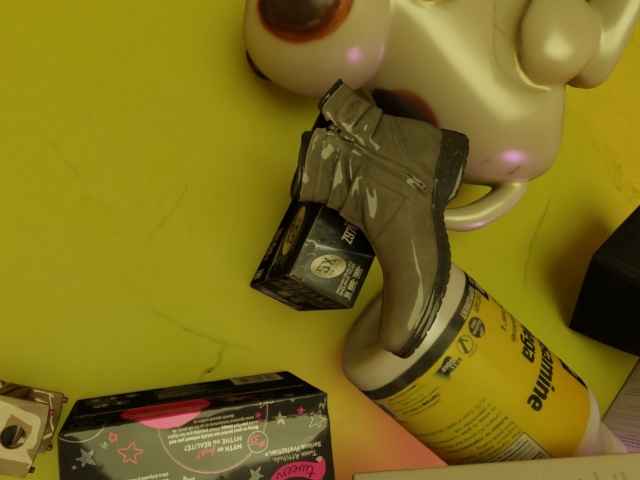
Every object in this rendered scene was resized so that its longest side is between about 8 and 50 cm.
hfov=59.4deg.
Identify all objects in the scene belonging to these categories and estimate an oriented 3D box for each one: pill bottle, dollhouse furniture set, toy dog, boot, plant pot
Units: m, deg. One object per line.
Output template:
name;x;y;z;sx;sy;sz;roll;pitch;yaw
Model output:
pill bottle;0.204;0.191;0.683;0.334;0.188;0.188;41;72;-8
dollhouse furniture set;-0.340;0.230;0.531;0.129;0.129;0.184;17;76;-15
toy dog;0.104;-0.241;0.702;0.407;0.284;0.395;18;94;-13
boot;0.041;-0.023;0.538;0.161;0.083;0.247;17;71;-11
plant pot;0.477;0.062;0.758;0.188;0.187;0.167;-38;53;-19

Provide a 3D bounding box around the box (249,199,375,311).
box;0.000;0.000;0.650;0.077;0.180;0.147;29;75;-14

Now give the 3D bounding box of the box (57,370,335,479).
box;-0.127;0.231;0.583;0.247;0.163;0.142;-3;86;-18

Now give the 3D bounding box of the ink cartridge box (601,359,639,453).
ink cartridge box;0.518;0.228;0.706;0.071;0.324;0.330;44;72;-5

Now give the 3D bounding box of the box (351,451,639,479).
box;0.217;0.349;0.558;0.345;0.168;0.215;-8;127;9
